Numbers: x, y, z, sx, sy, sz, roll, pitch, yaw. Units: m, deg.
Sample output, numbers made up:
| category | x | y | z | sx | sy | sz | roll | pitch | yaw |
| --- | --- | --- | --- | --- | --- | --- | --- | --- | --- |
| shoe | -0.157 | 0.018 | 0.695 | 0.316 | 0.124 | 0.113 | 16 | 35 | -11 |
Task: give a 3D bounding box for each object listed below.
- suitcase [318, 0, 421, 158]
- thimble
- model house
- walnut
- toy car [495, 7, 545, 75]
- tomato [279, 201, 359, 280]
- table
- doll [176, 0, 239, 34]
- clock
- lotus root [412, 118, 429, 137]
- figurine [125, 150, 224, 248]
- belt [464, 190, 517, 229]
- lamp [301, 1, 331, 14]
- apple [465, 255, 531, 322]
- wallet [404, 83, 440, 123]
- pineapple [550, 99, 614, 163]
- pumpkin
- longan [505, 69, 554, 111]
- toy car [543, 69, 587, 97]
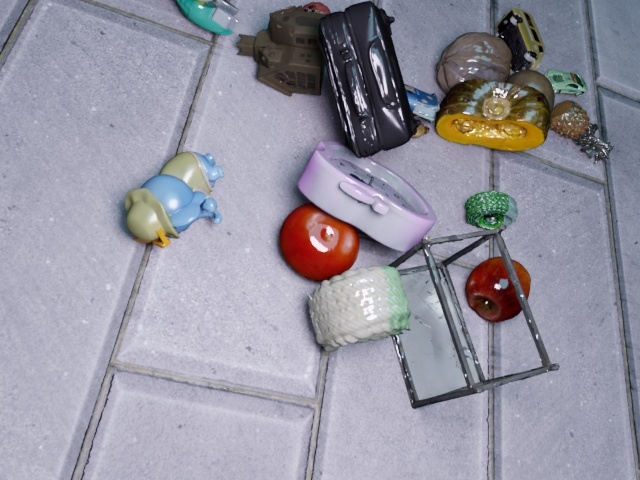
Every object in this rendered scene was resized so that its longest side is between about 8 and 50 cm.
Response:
| category | x | y | z | sx | sy | sz | roll | pitch | yaw |
| --- | --- | --- | --- | --- | --- | --- | --- | --- | --- |
| suitcase | 0.125 | -0.393 | 1.302 | 0.189 | 0.339 | 0.344 | -13 | 103 | 15 |
| thimble | 0.087 | 0.153 | 1.170 | 0.219 | 0.219 | 0.150 | -7 | 72 | -23 |
| model house | -0.106 | -0.531 | 1.414 | 0.244 | 0.204 | 0.211 | 7 | 66 | 2 |
| walnut | 0.473 | -0.527 | 1.612 | 0.225 | 0.224 | 0.224 | 8 | 66 | -17 |
| toy car | 0.702 | -0.671 | 1.811 | 0.125 | 0.101 | 0.256 | -1 | 67 | -24 |
| tomato | 0.000 | 0.000 | 1.238 | 0.195 | 0.136 | 0.194 | 3 | 76 | -12 |
| table | 0.316 | 0.179 | 1.206 | 0.223 | 0.272 | 0.334 | -8 | 71 | -23 |
| doll | -0.326 | -0.661 | 1.393 | 0.258 | 0.153 | 0.195 | 25 | 25 | -22 |
| clock | 0.110 | -0.109 | 1.254 | 0.339 | 0.102 | 0.338 | 27 | 22 | -12 |
| lotus root | 0.243 | -0.332 | 1.518 | 0.152 | 0.063 | 0.072 | 15 | 31 | -12 |
| figurine | -0.311 | -0.096 | 1.165 | 0.180 | 0.153 | 0.262 | 43 | 64 | 14 |
| belt | 0.478 | -0.075 | 1.461 | 0.152 | 0.121 | 0.079 | 9 | 63 | -22 |
| lamp | -0.018 | -0.644 | 1.538 | 0.108 | 0.092 | 0.107 | -4 | 76 | 15 |
| apple | 0.467 | 0.117 | 1.366 | 0.156 | 0.147 | 0.158 | 34 | 57 | 21 |
| wallet | 0.248 | -0.421 | 1.537 | 0.203 | 0.059 | 0.141 | 19 | 38 | -11 |
| pineapple | 0.869 | -0.353 | 1.744 | 0.251 | 0.125 | 0.125 | 36 | 60 | -14 |
| pumpkin | 0.501 | -0.356 | 1.546 | 0.318 | 0.222 | 0.139 | 7 | 75 | 8 |
| longan | 0.660 | -0.451 | 1.677 | 0.184 | 0.159 | 0.204 | 67 | 24 | -4 |
| toy car | 0.870 | -0.561 | 1.851 | 0.186 | 0.058 | 0.093 | -2 | 67 | -21 |
